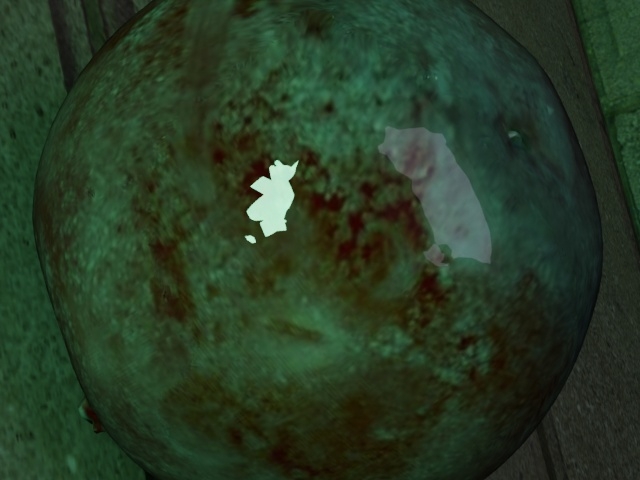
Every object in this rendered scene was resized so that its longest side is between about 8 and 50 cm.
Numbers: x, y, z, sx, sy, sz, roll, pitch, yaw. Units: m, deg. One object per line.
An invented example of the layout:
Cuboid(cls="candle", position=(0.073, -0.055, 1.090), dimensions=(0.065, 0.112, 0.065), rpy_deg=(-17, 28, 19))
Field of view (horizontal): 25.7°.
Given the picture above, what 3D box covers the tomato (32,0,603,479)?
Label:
Cuboid(cls="tomato", position=(0.000, 0.000, 0.775), dimensions=(0.316, 0.282, 0.317), rpy_deg=(27, 52, -41))
